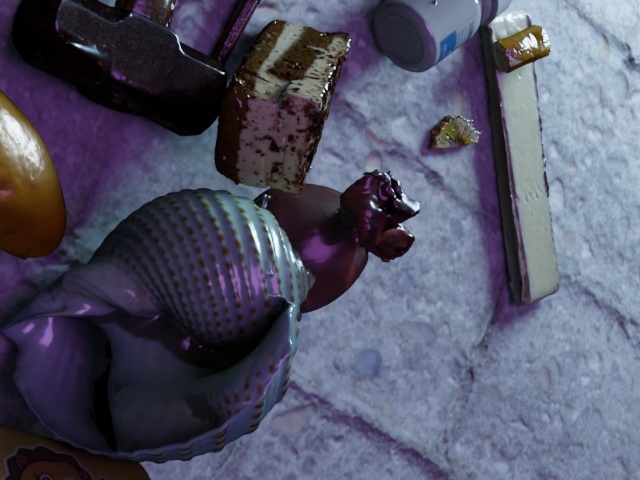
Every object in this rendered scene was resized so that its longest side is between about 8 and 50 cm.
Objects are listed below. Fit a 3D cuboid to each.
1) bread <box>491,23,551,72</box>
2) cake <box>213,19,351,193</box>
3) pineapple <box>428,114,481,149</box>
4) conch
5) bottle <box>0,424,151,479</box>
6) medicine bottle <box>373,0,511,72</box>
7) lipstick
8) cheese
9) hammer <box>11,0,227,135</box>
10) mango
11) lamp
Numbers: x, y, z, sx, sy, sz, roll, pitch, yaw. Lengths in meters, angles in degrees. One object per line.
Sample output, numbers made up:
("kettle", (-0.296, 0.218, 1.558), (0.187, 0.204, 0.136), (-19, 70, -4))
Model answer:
("bread", (0.266, -0.253, 2.258), (0.083, 0.036, 0.047), (-26, 104, -33))
("cake", (-0.044, -0.152, 1.966), (0.246, 0.112, 0.135), (-69, 172, -63))
("pineapple", (0.175, -0.143, 2.242), (0.083, 0.019, 0.045), (-7, 101, -37))
("conch", (-0.157, 0.107, 1.844), (0.215, 0.319, 0.303), (51, 20, -60))
("bottle", (-0.349, 0.268, 1.736), (0.351, 0.171, 0.172), (21, 80, -39))
("medicine bottle", (0.154, -0.292, 2.155), (0.168, 0.105, 0.105), (-40, 118, -31))
("lipstick", (-0.093, -0.262, 2.001), (0.027, 0.027, 0.176), (38, 71, -36))
("cheese", (0.269, -0.110, 2.318), (0.085, 0.034, 0.400), (-18, 104, -35))
("hammer", (-0.169, -0.336, 1.891), (0.242, 0.095, 0.409), (27, 74, -38))
("mango", (-0.341, -0.070, 1.756), (0.227, 0.109, 0.147), (58, 35, -27))
("lamp", (-0.008, -0.008, 1.976), (0.223, 0.215, 0.151), (-36, 81, -3))
